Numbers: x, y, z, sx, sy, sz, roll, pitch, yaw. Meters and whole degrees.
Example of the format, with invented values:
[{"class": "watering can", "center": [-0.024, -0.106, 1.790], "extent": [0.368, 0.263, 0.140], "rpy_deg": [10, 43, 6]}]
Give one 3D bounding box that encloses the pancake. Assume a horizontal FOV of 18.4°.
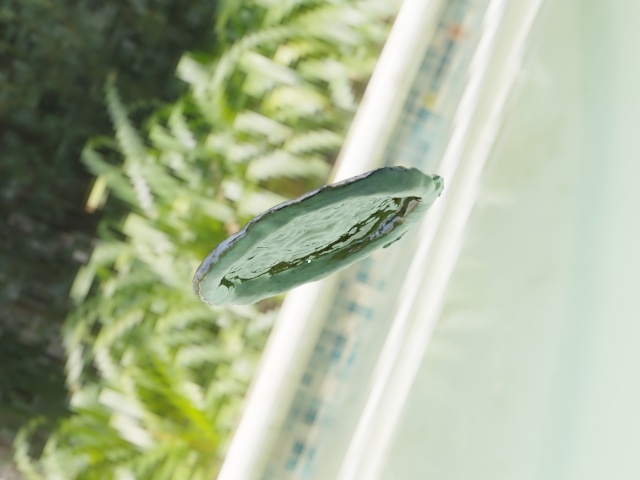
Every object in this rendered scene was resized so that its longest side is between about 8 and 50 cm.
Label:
[{"class": "pancake", "center": [-0.001, -0.001, 0.790], "extent": [0.011, 0.115, 0.115], "rpy_deg": [67, 160, 14]}]
